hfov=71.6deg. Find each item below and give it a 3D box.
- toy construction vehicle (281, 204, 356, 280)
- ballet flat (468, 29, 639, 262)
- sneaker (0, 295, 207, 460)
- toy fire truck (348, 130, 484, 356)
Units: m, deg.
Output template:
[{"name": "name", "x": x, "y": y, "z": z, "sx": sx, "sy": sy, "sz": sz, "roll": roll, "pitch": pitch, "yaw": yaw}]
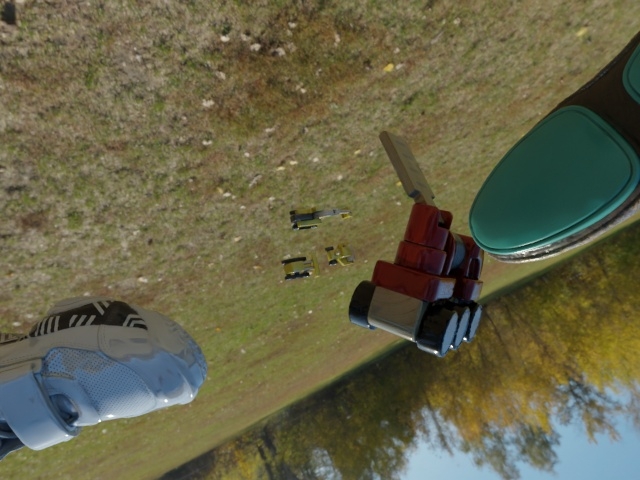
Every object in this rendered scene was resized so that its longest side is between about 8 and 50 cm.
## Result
[{"name": "toy construction vehicle", "x": 0.000, "y": 0.000, "z": 0.533, "sx": 0.098, "sy": 0.085, "sz": 0.035, "roll": -5, "pitch": 169, "yaw": -27}, {"name": "ballet flat", "x": 0.236, "y": -0.081, "z": 0.311, "sx": 0.106, "sy": 0.107, "sz": 0.316, "roll": -1, "pitch": 148, "yaw": -24}, {"name": "sneaker", "x": -0.293, "y": 0.167, "z": 0.388, "sx": 0.367, "sy": 0.210, "sz": 0.137, "roll": -3, "pitch": 125, "yaw": 10}, {"name": "toy fire truck", "x": 0.138, "y": -0.001, "z": 0.585, "sx": 0.217, "sy": 0.159, "sz": 0.246, "roll": 9, "pitch": 97, "yaw": -59}]
